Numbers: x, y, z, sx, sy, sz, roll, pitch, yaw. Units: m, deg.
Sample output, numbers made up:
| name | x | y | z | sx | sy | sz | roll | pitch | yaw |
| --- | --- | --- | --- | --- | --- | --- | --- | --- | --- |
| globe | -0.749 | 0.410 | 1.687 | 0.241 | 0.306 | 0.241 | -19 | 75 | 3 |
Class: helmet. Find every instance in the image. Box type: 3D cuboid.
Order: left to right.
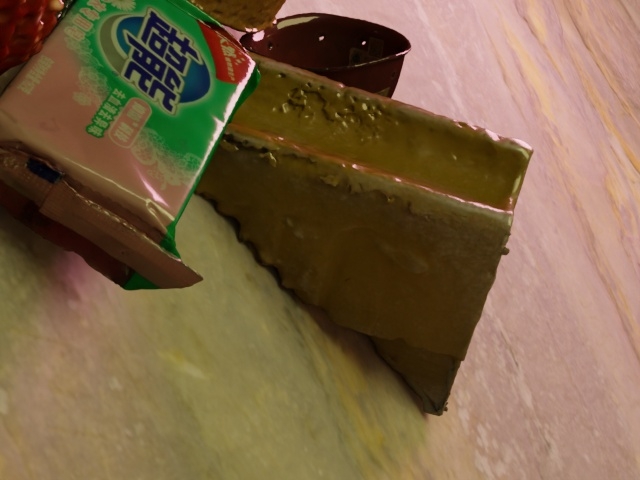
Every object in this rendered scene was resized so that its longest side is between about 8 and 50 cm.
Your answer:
| name | x | y | z | sx | sy | sz | roll | pitch | yaw |
| --- | --- | --- | --- | --- | --- | --- | --- | --- | --- |
| helmet | 0.000 | -0.154 | 1.477 | 0.175 | 0.155 | 0.106 | -14 | 121 | -41 |

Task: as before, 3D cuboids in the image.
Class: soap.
| name | x | y | z | sx | sy | sz | roll | pitch | yaw |
| --- | --- | --- | --- | --- | --- | --- | --- | --- | --- |
| soap | -0.156 | -0.093 | 1.159 | 0.218 | 0.098 | 0.273 | 36 | 36 | -11 |
| soap | 0.000 | 0.000 | 1.423 | 0.338 | 0.304 | 0.169 | 18 | 42 | 4 |

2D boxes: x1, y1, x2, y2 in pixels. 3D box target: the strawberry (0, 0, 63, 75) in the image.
| name | x | y | z | sx | sy | sz | roll | pitch | yaw |
| --- | --- | --- | --- | --- | --- | --- | --- | --- | --- |
| strawberry | -0.295 | -0.203 | 0.924 | 0.343 | 0.292 | 0.292 | 54 | 27 | -39 |

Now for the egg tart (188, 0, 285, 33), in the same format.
| name | x | y | z | sx | sy | sz | roll | pitch | yaw |
| --- | --- | --- | --- | --- | --- | --- | --- | --- | --- |
| egg tart | -0.081 | -0.315 | 1.421 | 0.202 | 0.147 | 0.203 | 32 | 34 | -25 |
